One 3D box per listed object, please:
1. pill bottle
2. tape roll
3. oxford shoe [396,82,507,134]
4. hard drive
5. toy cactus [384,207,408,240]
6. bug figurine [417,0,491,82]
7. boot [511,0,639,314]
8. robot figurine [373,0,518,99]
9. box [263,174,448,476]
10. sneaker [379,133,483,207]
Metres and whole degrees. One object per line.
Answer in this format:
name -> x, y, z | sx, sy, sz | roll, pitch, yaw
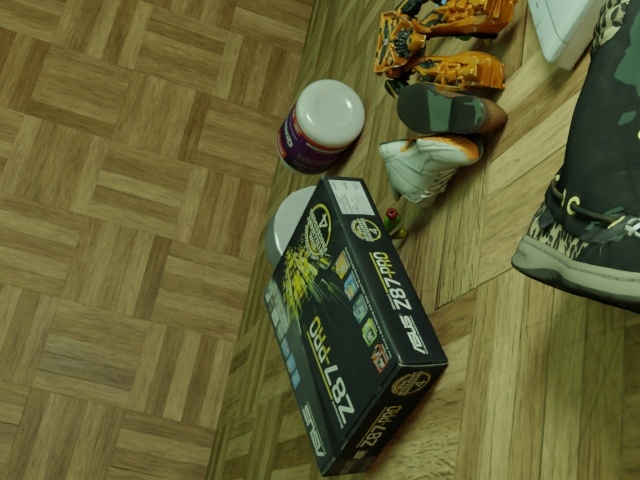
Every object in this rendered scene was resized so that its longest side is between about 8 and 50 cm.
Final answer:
pill bottle -> -0.012, -0.286, 2.137 | 0.323, 0.181, 0.181 | 137, 147, -67
tape roll -> 0.000, 0.000, 1.634 | 0.072, 0.219, 0.219 | 132, 151, -62
oxford shoe -> 0.198, -0.197, 1.235 | 0.212, 0.076, 0.076 | 27, 113, 51
hard drive -> 0.367, -0.416, 0.972 | 0.233, 0.047, 0.353 | -86, 18, -45
toy cactus -> 0.102, 0.047, 1.472 | 0.180, 0.112, 0.219 | -1, -75, -83
bug figurine -> 0.240, -0.384, 1.420 | 0.216, 0.072, 0.279 | 122, 161, -49
boot -> 0.298, -0.077, 0.658 | 0.377, 0.138, 0.284 | -151, 77, -83
robot figurine -> 0.189, -0.324, 1.309 | 0.291, 0.085, 0.211 | 15, 99, 54
box -> 0.038, 0.137, 1.328 | 0.318, 0.097, 0.395 | -64, 36, 41
sneaker -> 0.189, -0.114, 1.310 | 0.262, 0.099, 0.121 | -172, 72, -70
